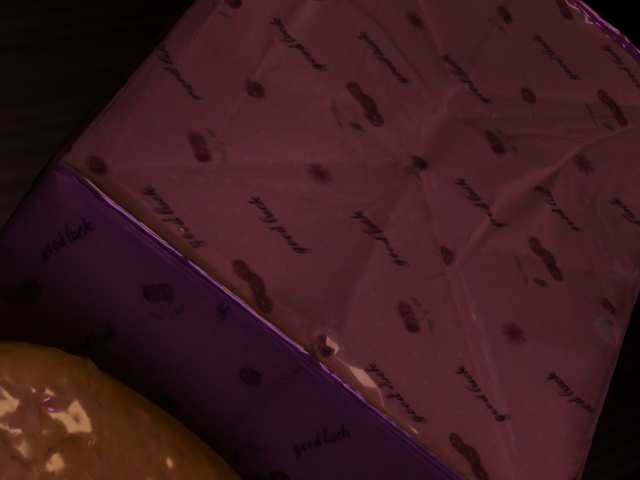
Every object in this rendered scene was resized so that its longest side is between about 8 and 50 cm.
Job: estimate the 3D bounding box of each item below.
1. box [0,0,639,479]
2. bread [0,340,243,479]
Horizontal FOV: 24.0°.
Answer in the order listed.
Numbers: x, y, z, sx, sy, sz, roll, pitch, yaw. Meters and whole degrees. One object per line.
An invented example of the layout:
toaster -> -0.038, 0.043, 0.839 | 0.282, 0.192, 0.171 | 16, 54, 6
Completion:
box -> 0.000, 0.000, 0.652 | 0.225, 0.190, 0.297 | 38, 45, -8
bread -> -0.118, 0.162, 0.460 | 0.269, 0.148, 0.270 | 11, 72, -37
